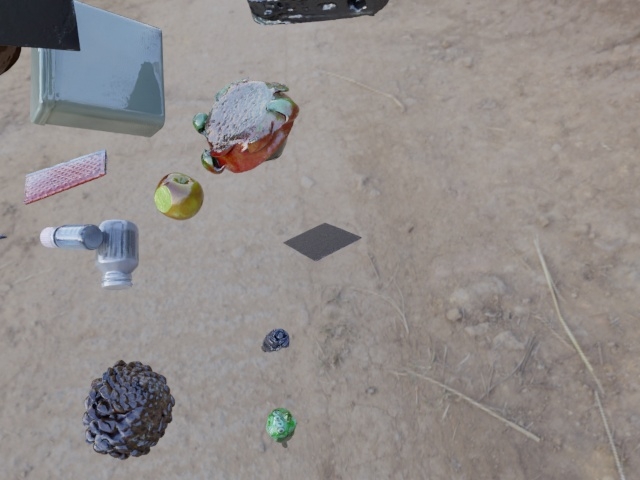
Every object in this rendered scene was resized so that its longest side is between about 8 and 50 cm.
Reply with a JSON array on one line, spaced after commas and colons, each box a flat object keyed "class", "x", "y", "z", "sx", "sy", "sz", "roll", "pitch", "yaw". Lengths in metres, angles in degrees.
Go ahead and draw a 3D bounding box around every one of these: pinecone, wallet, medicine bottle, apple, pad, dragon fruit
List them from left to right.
[{"class": "wallet", "x": -0.598, "y": -0.152, "z": 1.171, "sx": 0.196, "sy": 0.020, "sz": 0.103, "roll": -21, "pitch": 47, "yaw": -5}, {"class": "medicine bottle", "x": -0.790, "y": -0.010, "z": 1.571, "sx": 0.203, "sy": 0.083, "sz": 0.083, "roll": -1, "pitch": 43, "yaw": 23}, {"class": "medicine bottle", "x": -0.669, "y": 0.050, "z": 1.640, "sx": 0.135, "sy": 0.135, "sz": 0.215, "roll": -6, "pitch": 75, "yaw": -1}, {"class": "pinecone", "x": -0.620, "y": 0.546, "z": 1.600, "sx": 0.242, "sy": 0.296, "sz": 0.298, "roll": 17, "pitch": 6, "yaw": 32}, {"class": "apple", "x": -0.329, "y": -0.106, "z": 1.168, "sx": 0.114, "sy": 0.102, "sz": 0.099, "roll": 47, "pitch": 33, "yaw": 22}, {"class": "dragon fruit", "x": -0.173, "y": -0.271, "z": 1.188, "sx": 0.295, "sy": 0.130, "sz": 0.268, "roll": 11, "pitch": 73, "yaw": 37}, {"class": "pad", "x": 0.000, "y": 0.000, "z": 2.026, "sx": 0.220, "sy": 0.004, "sz": 0.330, "roll": -26, "pitch": 22, "yaw": -19}]

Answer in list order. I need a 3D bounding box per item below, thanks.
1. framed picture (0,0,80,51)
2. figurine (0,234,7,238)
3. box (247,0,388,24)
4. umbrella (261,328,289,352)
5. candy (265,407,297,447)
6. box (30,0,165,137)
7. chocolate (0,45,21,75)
[{"class": "framed picture", "x": -0.679, "y": -0.540, "z": 1.053, "sx": 0.013, "sy": 0.244, "sz": 0.324, "roll": 6, "pitch": 17, "yaw": 34}, {"class": "figurine", "x": -1.216, "y": 0.004, "z": 1.695, "sx": 0.197, "sy": 0.175, "sz": 0.265, "roll": -37, "pitch": 37, "yaw": 11}, {"class": "box", "x": 0.000, "y": -0.692, "z": 1.221, "sx": 0.359, "sy": 0.091, "sz": 0.350, "roll": 1, "pitch": 68, "yaw": 11}, {"class": "umbrella", "x": -0.156, "y": 0.326, "z": 1.569, "sx": 0.071, "sy": 0.248, "sz": 0.071, "roll": 7, "pitch": 69, "yaw": -20}, {"class": "candy", "x": -0.117, "y": 0.599, "z": 1.540, "sx": 0.097, "sy": 0.323, "sz": 0.097, "roll": 1, "pitch": 55, "yaw": -1}, {"class": "box", "x": -0.657, "y": -0.504, "z": 1.479, "sx": 0.344, "sy": 0.352, "sz": 0.177, "roll": 2, "pitch": -10, "yaw": -40}, {"class": "chocolate", "x": -0.784, "y": -0.446, "z": 1.144, "sx": 0.177, "sy": 0.177, "sz": 0.177, "roll": -3, "pitch": 44, "yaw": 3}]
